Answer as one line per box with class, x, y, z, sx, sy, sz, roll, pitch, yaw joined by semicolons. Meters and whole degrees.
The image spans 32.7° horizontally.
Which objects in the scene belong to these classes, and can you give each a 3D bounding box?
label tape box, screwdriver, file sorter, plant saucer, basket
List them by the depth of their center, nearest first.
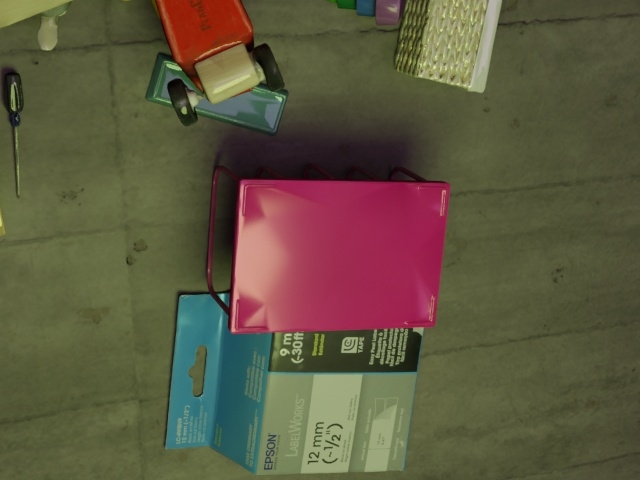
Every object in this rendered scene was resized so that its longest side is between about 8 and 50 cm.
screwdriver;-0.397;-0.136;1.424;0.024;0.025;0.169;-4;116;-19
plant saucer;-0.138;-0.197;1.492;0.192;0.018;0.067;14;100;-21
file sorter;0.000;0.000;1.507;0.291;0.182;0.202;0;105;-20
basket;0.176;-0.298;1.519;0.103;0.113;0.167;5;104;-18
label tape box;-0.037;0.209;1.595;0.348;0.115;0.249;2;105;-21

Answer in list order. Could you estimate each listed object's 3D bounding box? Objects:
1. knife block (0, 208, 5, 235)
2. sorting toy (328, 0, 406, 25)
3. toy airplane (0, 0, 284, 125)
knife block;-0.455;-0.169;1.351;0.276;0.088;0.242;35;93;-24
sorting toy;0.061;-0.473;1.452;0.126;0.127;0.365;7;108;9
toy airplane;-0.180;-0.358;1.291;0.386;0.272;0.384;11;130;-33
